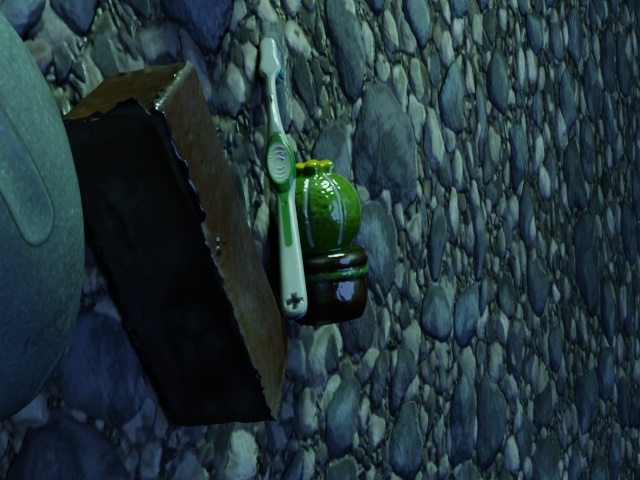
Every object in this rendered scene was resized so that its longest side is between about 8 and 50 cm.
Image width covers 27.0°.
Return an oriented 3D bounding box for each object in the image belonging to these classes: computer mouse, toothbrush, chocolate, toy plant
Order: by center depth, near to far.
[{"bbox_3d":[-0.237,-0.047,0.832,0.203,0.114,0.374,-60,139,-45],"label":"computer mouse"},{"bbox_3d":[-0.111,0.001,1.098,0.112,0.111,0.321,-69,146,-52],"label":"chocolate"},{"bbox_3d":[-0.038,-0.064,1.252,0.030,0.030,0.304,45,34,-54],"label":"toothbrush"},{"bbox_3d":[0.000,0.000,1.334,0.093,0.092,0.162,-20,104,-62],"label":"toy plant"}]
